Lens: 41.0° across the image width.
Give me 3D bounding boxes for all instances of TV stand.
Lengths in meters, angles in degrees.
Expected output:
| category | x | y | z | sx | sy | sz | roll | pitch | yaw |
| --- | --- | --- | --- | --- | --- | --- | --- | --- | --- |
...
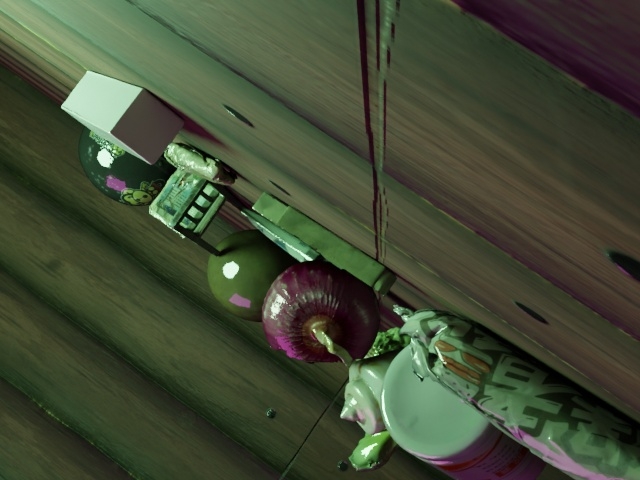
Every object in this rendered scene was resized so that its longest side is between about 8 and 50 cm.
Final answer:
| category | x | y | z | sx | sy | sz | roll | pitch | yaw |
| --- | --- | --- | --- | --- | --- | --- | --- | --- | --- |
| TV stand | 0.000 | 0.000 | 1.252 | 0.249 | 0.036 | 0.042 | 33 | 176 | 25 |

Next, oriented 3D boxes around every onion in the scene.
| category | x | y | z | sx | sy | sz | roll | pitch | yaw |
| --- | --- | --- | --- | --- | --- | --- | --- | --- | --- |
| onion | 0.003 | 0.121 | 1.549 | 0.207 | 0.200 | 0.200 | 6 | 162 | 26 |

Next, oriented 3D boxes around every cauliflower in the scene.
| category | x | y | z | sx | sy | sz | roll | pitch | yaw |
| --- | --- | --- | --- | --- | --- | --- | --- | --- | --- |
| cauliflower | 0.182 | 0.316 | 1.762 | 0.260 | 0.281 | 0.327 | -2 | -145 | -47 |

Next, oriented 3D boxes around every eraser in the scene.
| category | x | y | z | sx | sy | sz | roll | pitch | yaw |
| --- | --- | --- | --- | --- | --- | --- | --- | --- | --- |
| eraser | -0.295 | -0.184 | 1.247 | 0.078 | 0.076 | 0.298 | 39 | 174 | -31 |

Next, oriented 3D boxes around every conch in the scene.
| category | x | y | z | sx | sy | sz | roll | pitch | yaw |
| --- | --- | --- | --- | --- | --- | --- | --- | --- | --- |
| conch | 0.136 | 0.243 | 1.559 | 0.127 | 0.255 | 0.158 | 53 | 157 | -10 |

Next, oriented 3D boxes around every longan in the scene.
| category | x | y | z | sx | sy | sz | roll | pitch | yaw |
| --- | --- | --- | --- | --- | --- | --- | --- | --- | --- |
| longan | -0.141 | 0.078 | 1.969 | 0.248 | 0.248 | 0.248 | 35 | 175 | 3 |

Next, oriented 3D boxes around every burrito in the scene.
| category | x | y | z | sx | sy | sz | roll | pitch | yaw |
| --- | --- | --- | --- | --- | --- | --- | --- | --- | --- |
| burrito | -0.200 | -0.125 | 1.387 | 0.171 | 0.042 | 0.051 | 28 | 161 | 46 |
| burrito | 0.256 | 0.203 | 1.072 | 0.445 | 0.101 | 0.139 | 33 | -171 | 25 |

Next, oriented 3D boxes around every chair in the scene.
| category | x | y | z | sx | sy | sz | roll | pitch | yaw |
| --- | --- | --- | --- | --- | --- | --- | --- | --- | --- |
| chair | -0.276 | -0.079 | 1.790 | 0.147 | 0.136 | 0.270 | 32 | 176 | 19 |

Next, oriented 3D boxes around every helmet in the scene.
| category | x | y | z | sx | sy | sz | roll | pitch | yaw |
| --- | --- | --- | --- | --- | --- | --- | --- | --- | --- |
| helmet | -0.442 | -0.174 | 1.895 | 0.279 | 0.160 | 0.230 | 32 | 176 | 19 |

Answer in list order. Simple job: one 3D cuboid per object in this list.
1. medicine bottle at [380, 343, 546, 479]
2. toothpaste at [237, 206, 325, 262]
| category | x | y | z | sx | sy | sz | roll | pitch | yaw |
| --- | --- | --- | --- | --- | --- | --- | --- | --- | --- |
| medicine bottle | 0.248 | 0.292 | 1.411 | 0.202 | 0.202 | 0.316 | 32 | 174 | 37 |
| toothpaste | -0.081 | -0.009 | 1.746 | 0.239 | 0.039 | 0.062 | 34 | -177 | 36 |
